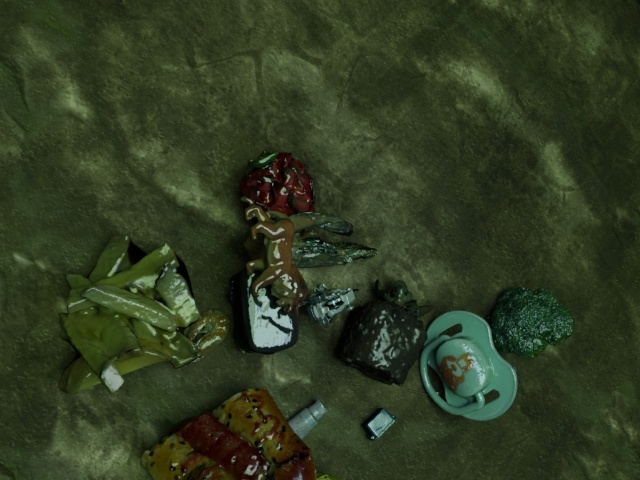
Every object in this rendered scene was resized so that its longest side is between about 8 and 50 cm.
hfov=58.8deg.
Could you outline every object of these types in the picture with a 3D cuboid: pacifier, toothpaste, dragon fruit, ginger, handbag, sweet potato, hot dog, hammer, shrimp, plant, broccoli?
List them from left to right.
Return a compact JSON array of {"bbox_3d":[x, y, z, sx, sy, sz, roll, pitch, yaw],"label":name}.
[{"bbox_3d":[-0.465,0.173,1.389,0.359,0.211,0.413,7,72,-5],"label":"ginger"},{"bbox_3d":[-0.381,0.518,1.517,0.117,0.049,0.049,-31,95,-12],"label":"sweet potato"},{"bbox_3d":[-0.330,0.272,1.572,0.101,0.042,0.190,38,70,9],"label":"shrimp"},{"bbox_3d":[-0.202,0.581,1.396,0.367,0.196,0.365,-28,53,-23],"label":"hot dog"},{"bbox_3d":[-0.154,0.186,1.572,0.181,0.181,0.254,-6,82,-21],"label":"handbag"},{"bbox_3d":[-0.102,-0.120,1.623,0.293,0.234,0.233,44,69,-26],"label":"dragon fruit"},{"bbox_3d":[-0.081,0.552,1.626,0.234,0.057,0.089,-39,96,-15],"label":"toothpaste"},{"bbox_3d":[0.000,0.000,1.639,0.445,0.272,0.085,7,55,-32],"label":"shrimp"},{"bbox_3d":[0.204,0.256,1.692,0.215,0.213,0.312,35,71,-11],"label":"plant"},{"bbox_3d":[0.330,0.491,1.814,0.110,0.019,0.035,17,76,-16],"label":"hammer"},{"bbox_3d":[0.473,0.396,1.800,0.269,0.288,0.343,10,52,-53],"label":"pacifier"},{"bbox_3d":[0.716,0.286,1.898,0.269,0.269,0.254,31,78,-15],"label":"broccoli"}]

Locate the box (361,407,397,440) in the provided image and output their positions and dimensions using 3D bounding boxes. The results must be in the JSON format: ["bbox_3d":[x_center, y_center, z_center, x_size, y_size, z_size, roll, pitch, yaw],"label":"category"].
[{"bbox_3d":[0.174,0.551,1.716,0.099,0.074,0.054,-38,87,-22],"label":"box"}]

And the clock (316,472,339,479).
[{"bbox_3d":[-0.022,0.790,1.563,0.277,0.071,0.293,-12,96,-52],"label":"clock"}]

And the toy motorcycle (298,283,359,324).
[{"bbox_3d":[0.023,0.182,1.652,0.150,0.221,0.102,-16,93,21],"label":"toy motorcycle"}]

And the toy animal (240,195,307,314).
[{"bbox_3d":[-0.113,0.039,1.457,0.158,0.097,0.312,-3,93,-22],"label":"toy animal"}]
